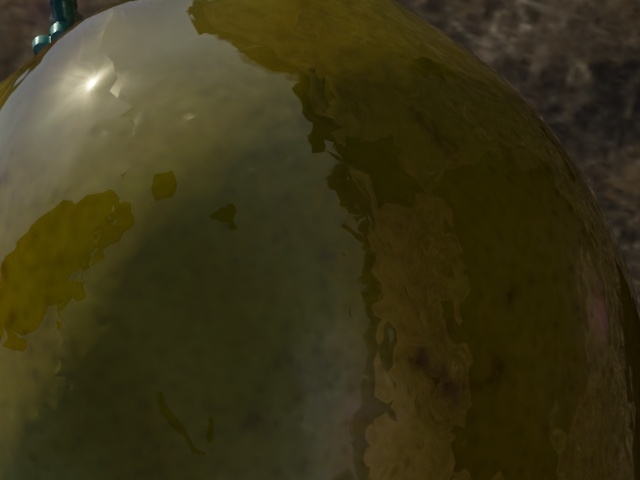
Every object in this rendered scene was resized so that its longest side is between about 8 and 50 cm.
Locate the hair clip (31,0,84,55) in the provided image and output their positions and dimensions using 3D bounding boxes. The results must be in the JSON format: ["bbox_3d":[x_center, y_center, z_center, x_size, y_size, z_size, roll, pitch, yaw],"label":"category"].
[{"bbox_3d":[-0.189,-0.117,1.302,0.049,0.049,0.173,41,145,47],"label":"hair clip"}]

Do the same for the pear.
[{"bbox_3d":[0.003,0.064,0.624,0.336,0.285,0.285,43,122,7],"label":"pear"}]
